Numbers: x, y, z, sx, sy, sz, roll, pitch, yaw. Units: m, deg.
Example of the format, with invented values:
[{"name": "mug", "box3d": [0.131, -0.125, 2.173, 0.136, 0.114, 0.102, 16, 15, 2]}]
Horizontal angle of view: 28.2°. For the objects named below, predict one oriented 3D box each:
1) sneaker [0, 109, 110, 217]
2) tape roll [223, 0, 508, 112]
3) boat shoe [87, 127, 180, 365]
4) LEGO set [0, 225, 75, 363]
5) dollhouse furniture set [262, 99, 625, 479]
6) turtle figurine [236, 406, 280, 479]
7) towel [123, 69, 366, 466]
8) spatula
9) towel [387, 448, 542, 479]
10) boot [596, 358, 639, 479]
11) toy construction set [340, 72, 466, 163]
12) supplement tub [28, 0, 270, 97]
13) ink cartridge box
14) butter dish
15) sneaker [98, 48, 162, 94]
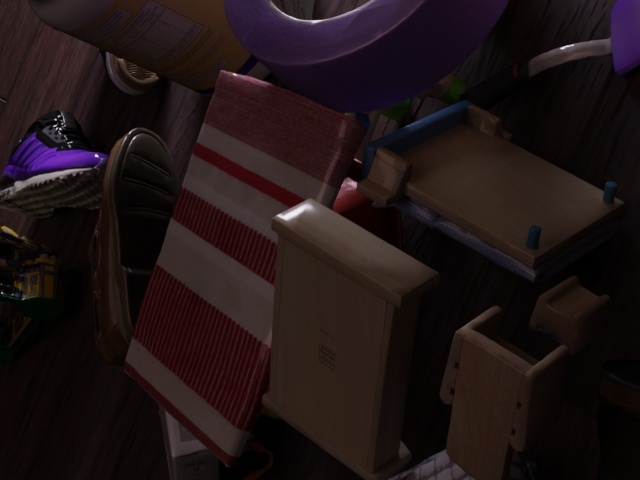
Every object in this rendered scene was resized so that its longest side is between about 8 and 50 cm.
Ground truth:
[{"name": "sneaker", "box3d": [-0.373, -0.122, 1.823, 0.293, 0.102, 0.146, -7, 67, 49]}, {"name": "tape roll", "box3d": [0.045, -0.259, 1.181, 0.275, 0.090, 0.275, -18, 55, 28]}, {"name": "boat shoe", "box3d": [-0.248, 0.006, 1.604, 0.104, 0.110, 0.307, -26, 54, 40]}, {"name": "LEGO set", "box3d": [-0.519, 0.027, 1.787, 0.255, 0.331, 0.192, 125, 147, -50]}, {"name": "dollhouse furniture set", "box3d": [0.141, 0.055, 1.082, 0.286, 0.303, 0.198, 32, 134, 33]}, {"name": "turtle figurine", "box3d": [-0.073, 0.127, 1.353, 0.269, 0.087, 0.217, -55, 37, 24]}, {"name": "towel", "box3d": [-0.079, 0.016, 1.203, 0.237, 0.037, 0.329, 30, 103, 53]}, {"name": "spatula", "box3d": [0.218, -0.166, 1.186, 0.296, 0.030, 0.084, -23, 56, 44]}, {"name": "towel", "box3d": [0.088, 0.313, 1.048, 0.283, 0.121, 0.235, -37, 40, 28]}, {"name": "boot", "box3d": [0.291, 0.173, 0.926, 0.219, 0.082, 0.106, 27, 116, 48]}, {"name": "toy construction set", "box3d": [0.073, -0.250, 1.319, 0.215, 0.151, 0.328, -34, 53, 49]}, {"name": "supplement tub", "box3d": [-0.204, -0.333, 1.529, 0.241, 0.331, 0.241, -24, 56, 42]}, {"name": "ink cartridge box", "box3d": [-0.146, 0.204, 1.386, 0.225, 0.056, 0.181, 92, 166, -53]}, {"name": "butter dish", "box3d": [0.000, 0.000, 1.255, 0.160, 0.118, 0.160, 36, 141, 47]}, {"name": "sneaker", "box3d": [-0.295, -0.285, 1.805, 0.153, 0.099, 0.282, -32, 43, 32]}]
